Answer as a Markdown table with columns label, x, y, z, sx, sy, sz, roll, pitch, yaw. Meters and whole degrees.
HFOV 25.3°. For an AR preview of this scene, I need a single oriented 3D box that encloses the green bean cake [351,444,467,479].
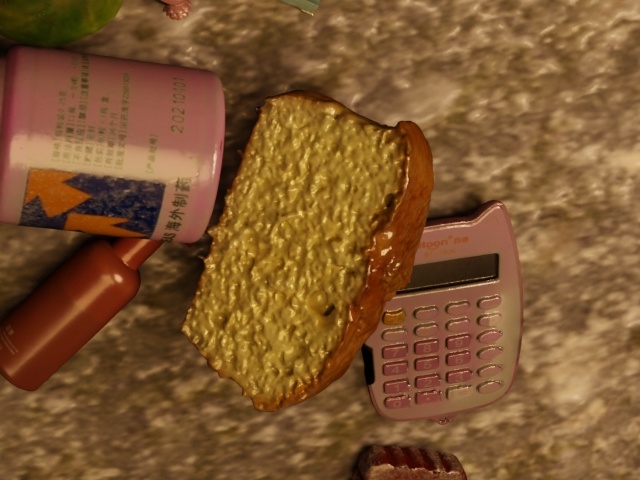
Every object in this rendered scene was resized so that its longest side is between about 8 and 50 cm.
| label | x | y | z | sx | sy | sz | roll | pitch | yaw |
| --- | --- | --- | --- | --- | --- | --- | --- | --- | --- |
| green bean cake | 0.099 | 0.316 | 1.730 | 0.135 | 0.056 | 0.135 | 9 | 114 | -16 |

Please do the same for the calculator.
| label | x | y | z | sx | sy | sz | roll | pitch | yaw |
| --- | --- | --- | --- | --- | --- | --- | --- | --- | --- |
| calculator | 0.137 | 0.089 | 1.646 | 0.194 | 0.043 | 0.294 | -9 | 119 | -9 |

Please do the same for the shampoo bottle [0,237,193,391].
| label | x | y | z | sx | sy | sz | roll | pitch | yaw |
| --- | --- | --- | --- | --- | --- | --- | --- | --- | --- |
| shampoo bottle | -0.248 | 0.056 | 1.523 | 0.244 | 0.085 | 0.085 | -40 | 116 | 6 |

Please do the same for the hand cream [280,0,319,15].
| label | x | y | z | sx | sy | sz | roll | pitch | yaw |
| --- | --- | --- | --- | --- | --- | --- | --- | --- | --- |
| hand cream | 0.014 | -0.375 | 1.400 | 0.111 | 0.070 | 0.312 | 20 | 117 | -22 |

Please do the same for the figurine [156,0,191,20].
| label | x | y | z | sx | sy | sz | roll | pitch | yaw |
| --- | --- | --- | --- | --- | --- | --- | --- | --- | --- |
| figurine | -0.126 | -0.285 | 1.411 | 0.129 | 0.054 | 0.072 | -50 | 129 | 4 |

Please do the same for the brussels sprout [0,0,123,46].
| label | x | y | z | sx | sy | sz | roll | pitch | yaw |
| --- | --- | --- | --- | --- | --- | --- | --- | --- | --- |
| brussels sprout | -0.251 | -0.270 | 1.342 | 0.180 | 0.144 | 0.161 | -25 | 83 | 13 |

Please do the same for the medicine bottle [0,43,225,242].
| label | x | y | z | sx | sy | sz | roll | pitch | yaw |
| --- | --- | --- | --- | --- | --- | --- | --- | --- | --- |
| medicine bottle | -0.250 | -0.097 | 1.396 | 0.290 | 0.178 | 0.178 | 5 | 113 | -15 |

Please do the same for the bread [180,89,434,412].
| label | x | y | z | sx | sy | sz | roll | pitch | yaw |
| --- | --- | --- | --- | --- | --- | --- | --- | --- | --- |
| bread | 0.000 | 0.000 | 1.481 | 0.194 | 0.179 | 0.340 | 26 | 111 | 13 |
